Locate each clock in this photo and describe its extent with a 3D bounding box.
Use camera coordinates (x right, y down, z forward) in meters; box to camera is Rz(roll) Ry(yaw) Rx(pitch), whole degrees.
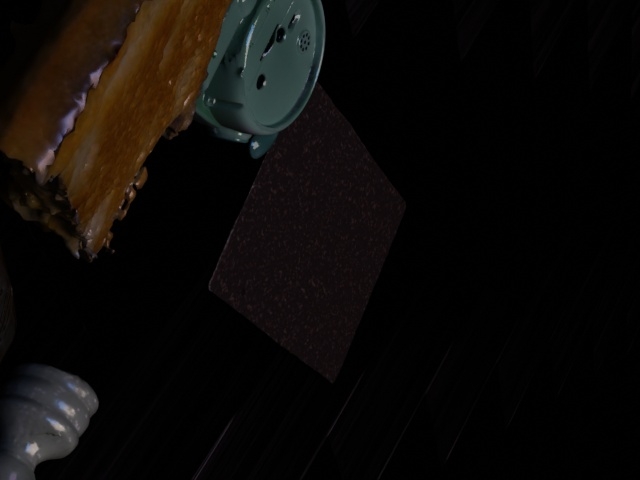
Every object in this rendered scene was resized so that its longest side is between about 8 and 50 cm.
[{"bbox_3d":[-0.049,-0.149,0.920,0.148,0.060,0.188,-67,155,-13],"label":"clock"}]

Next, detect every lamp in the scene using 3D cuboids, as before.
[{"bbox_3d":[-0.210,0.167,0.754,0.106,0.106,0.193,77,28,-46],"label":"lamp"}]

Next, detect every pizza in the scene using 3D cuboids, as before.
[{"bbox_3d":[-0.121,-0.110,0.709,0.223,0.089,0.323,115,0,-48],"label":"pizza"}]

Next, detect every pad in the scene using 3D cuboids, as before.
[{"bbox_3d":[0.000,0.000,1.169,0.220,0.004,0.330,-67,153,-13],"label":"pad"}]

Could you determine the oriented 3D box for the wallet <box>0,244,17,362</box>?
[{"bbox_3d":[-0.203,0.047,0.651,0.232,0.031,0.122,113,-3,-63],"label":"wallet"}]
